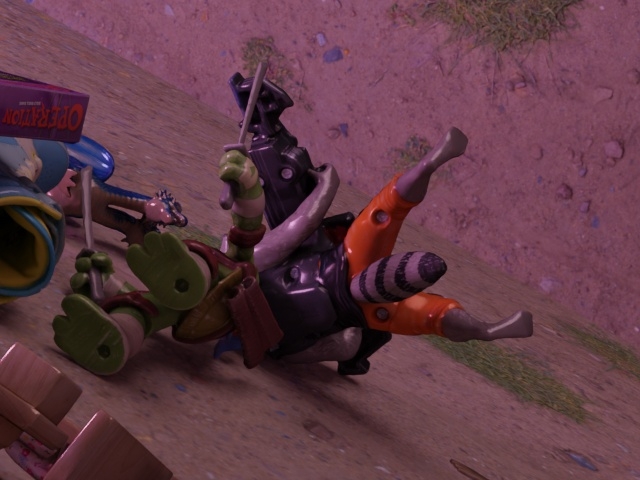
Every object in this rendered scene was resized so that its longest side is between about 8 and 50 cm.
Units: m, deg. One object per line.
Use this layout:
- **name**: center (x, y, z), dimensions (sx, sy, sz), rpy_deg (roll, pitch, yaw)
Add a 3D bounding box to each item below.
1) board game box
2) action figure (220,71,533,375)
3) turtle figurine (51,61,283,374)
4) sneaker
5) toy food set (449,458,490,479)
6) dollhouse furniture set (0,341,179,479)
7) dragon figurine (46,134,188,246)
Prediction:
- **board game box**: center (-0.346, -0.123, 1.136), dimensions (0.208, 0.056, 0.347), rpy_deg (12, 5, 21)
- **action figure**: center (0.000, 0.000, 1.474), dimensions (0.341, 0.330, 0.178), rpy_deg (62, 35, -14)
- **turtle figurine**: center (-0.147, -0.002, 1.344), dimensions (0.198, 0.275, 0.266), rpy_deg (-5, 9, 12)
- **sneaker**: center (-0.273, -0.025, 1.322), dimensions (0.208, 0.127, 0.319), rpy_deg (29, 20, 20)
- **toy food set**: center (0.179, 0.263, 1.335), dimensions (0.132, 0.038, 0.192), rpy_deg (32, 3, -18)
- **dollhouse furniture set**: center (-0.275, 0.101, 0.884), dimensions (0.303, 0.174, 0.355), rpy_deg (31, -14, 20)
- **dragon figurine**: center (-0.276, -0.070, 1.627), dimensions (0.289, 0.085, 0.144), rpy_deg (33, 11, 23)
